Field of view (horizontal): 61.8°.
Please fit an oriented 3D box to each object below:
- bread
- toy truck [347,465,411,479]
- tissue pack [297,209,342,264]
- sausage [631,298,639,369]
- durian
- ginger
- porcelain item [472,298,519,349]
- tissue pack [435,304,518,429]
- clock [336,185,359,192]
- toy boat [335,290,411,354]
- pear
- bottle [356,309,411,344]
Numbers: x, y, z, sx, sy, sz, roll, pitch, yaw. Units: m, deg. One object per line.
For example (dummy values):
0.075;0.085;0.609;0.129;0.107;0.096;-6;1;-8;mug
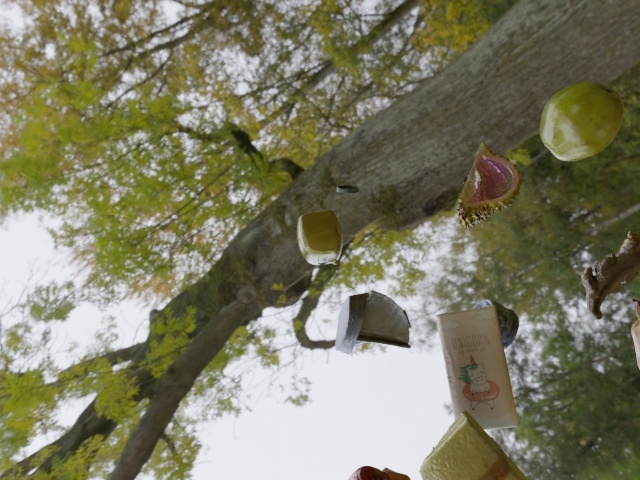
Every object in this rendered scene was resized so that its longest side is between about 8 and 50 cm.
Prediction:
0.353;0.545;1.230;0.240;0.178;0.135;47;-176;15;bread
0.183;0.785;1.560;0.239;0.189;0.265;19;-152;-26;toy truck
0.000;0.000;1.477;0.178;0.123;0.127;89;170;-73;tissue pack
1.007;0.295;1.624;0.328;0.112;0.112;60;-153;-27;sausage
0.406;-0.126;1.319;0.132;0.165;0.182;25;-140;-12;durian
1.042;0.114;1.912;0.166;0.333;0.080;39;-168;-3;ginger
0.545;0.271;1.693;0.114;0.147;0.147;27;-142;-12;porcelain item
0.436;0.356;1.496;0.071;0.170;0.326;16;-115;-71;tissue pack
0.100;-0.186;1.941;0.085;0.085;0.017;-22;-63;-57;clock
0.193;0.303;2.027;0.111;0.293;0.276;-117;20;-63;toy boat
0.643;-0.298;1.330;0.198;0.198;0.198;32;-142;-29;pear
0.226;0.366;2.208;0.082;0.286;0.082;-19;-90;-85;bottle
